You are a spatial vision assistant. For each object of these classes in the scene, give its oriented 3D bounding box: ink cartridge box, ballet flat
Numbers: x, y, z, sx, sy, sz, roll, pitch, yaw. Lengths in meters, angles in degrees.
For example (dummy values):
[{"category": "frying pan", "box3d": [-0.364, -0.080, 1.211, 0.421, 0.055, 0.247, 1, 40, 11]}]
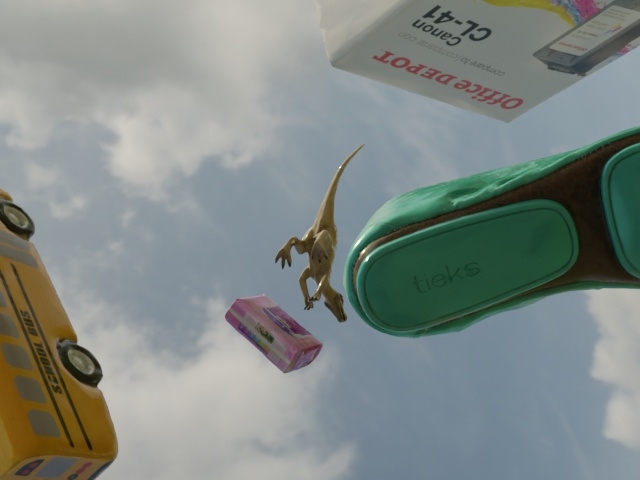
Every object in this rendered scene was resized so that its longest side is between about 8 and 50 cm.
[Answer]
[{"category": "ink cartridge box", "box3d": [0.173, -0.226, 0.728, 0.226, 0.306, 0.131, 10, -120, -40]}, {"category": "ballet flat", "box3d": [0.130, -0.016, 0.495, 0.087, 0.247, 0.083, -86, -18, -70]}]

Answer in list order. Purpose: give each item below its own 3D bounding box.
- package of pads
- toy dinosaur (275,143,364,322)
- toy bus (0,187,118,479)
[{"category": "package of pads", "box3d": [-0.043, 0.084, 0.918, 0.083, 0.032, 0.050, 39, -158, 23]}, {"category": "toy dinosaur", "box3d": [0.000, 0.000, 0.957, 0.092, 0.053, 0.183, -39, -44, -59]}, {"category": "toy bus", "box3d": [-0.291, 0.082, 0.860, 0.130, 0.108, 0.332, 26, -154, -55]}]
